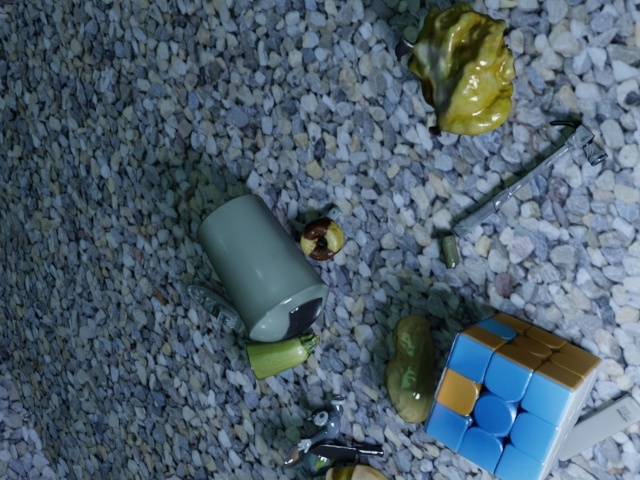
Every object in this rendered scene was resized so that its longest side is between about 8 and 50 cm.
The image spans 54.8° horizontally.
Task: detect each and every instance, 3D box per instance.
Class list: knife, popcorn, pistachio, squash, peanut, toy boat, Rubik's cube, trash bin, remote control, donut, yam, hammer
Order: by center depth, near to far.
[{"bbox_3d":[0.475,0.382,1.523,0.291,0.291,0.290,25,110,32],"label":"Rubik's cube"},{"bbox_3d":[0.354,-0.431,1.533,0.297,0.281,0.316,41,154,59],"label":"popcorn"},{"bbox_3d":[0.701,0.478,1.573,0.261,0.029,0.067,-45,73,30],"label":"remote control"},{"bbox_3d":[0.513,-0.136,1.584,0.427,0.044,0.152,-44,74,28],"label":"hammer"},{"bbox_3d":[0.357,0.029,1.699,0.043,0.043,0.094,-11,93,31],"label":"yam"},{"bbox_3d":[0.252,0.368,1.755,0.147,0.147,0.319,4,102,30],"label":"peanut"},{"bbox_3d":[0.127,0.817,1.843,0.230,0.230,0.309,-20,96,31],"label":"pistachio"},{"bbox_3d":[0.000,0.000,1.881,0.140,0.059,0.140,8,117,17],"label":"donut"},{"bbox_3d":[0.080,0.651,1.882,0.230,0.028,0.060,8,102,-11],"label":"knife"},{"bbox_3d":[-0.171,0.098,1.883,0.280,0.280,0.432,-44,70,28],"label":"trash bin"},{"bbox_3d":[0.003,-0.052,1.906,0.162,0.023,0.044,-42,79,29],"label":"knife"},{"bbox_3d":[-0.123,0.374,1.986,0.287,0.137,0.137,-15,90,29],"label":"squash"},{"bbox_3d":[-0.363,0.225,2.127,0.260,0.085,0.078,32,113,23],"label":"toy boat"}]

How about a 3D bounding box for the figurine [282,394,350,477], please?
[{"bbox_3d":[-0.002,0.618,1.935,0.140,0.193,0.265,-10,71,57],"label":"figurine"}]
